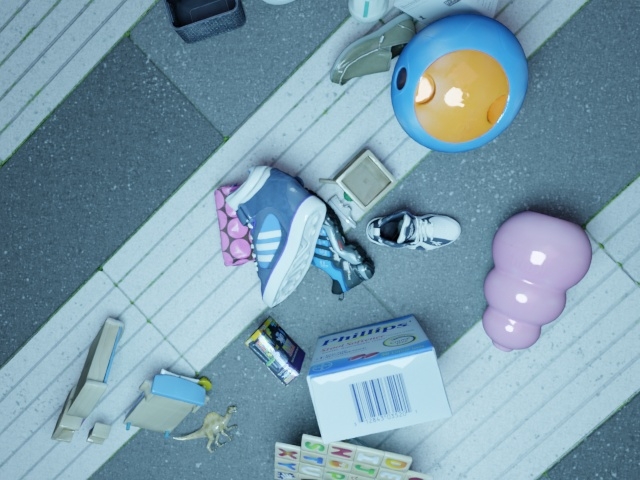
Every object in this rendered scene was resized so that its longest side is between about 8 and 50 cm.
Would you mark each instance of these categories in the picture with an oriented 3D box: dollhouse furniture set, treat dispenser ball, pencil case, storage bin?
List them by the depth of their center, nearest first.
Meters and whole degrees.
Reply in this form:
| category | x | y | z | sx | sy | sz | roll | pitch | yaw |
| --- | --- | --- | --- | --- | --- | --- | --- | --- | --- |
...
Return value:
| category | x | y | z | sx | sy | sz | roll | pitch | yaw |
| --- | --- | --- | --- | --- | --- | --- | --- | --- | --- |
| treat dispenser ball | 0.301 | -0.342 | 0.920 | 0.288 | 0.288 | 0.289 | 0 | 91 | 4 |
| storage bin | -0.296 | -0.600 | 1.058 | 0.180 | 0.084 | 0.122 | -16 | 91 | 5 |
| pencil case | -0.213 | -0.040 | 1.066 | 0.098 | 0.095 | 0.210 | -7 | 93 | -9 |
| dollhouse furniture set | -0.484 | 0.398 | 1.110 | 0.303 | 0.198 | 0.286 | 27 | 118 | -27 |

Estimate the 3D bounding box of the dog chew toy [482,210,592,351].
| category | x | y | z | sx | sy | sz | roll | pitch | yaw |
| --- | --- | --- | --- | --- | --- | --- | --- | --- | --- |
| dog chew toy | 0.481 | 0.103 | 0.967 | 0.206 | 0.206 | 0.332 | 17 | 100 | 4 |

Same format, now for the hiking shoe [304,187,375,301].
| category | x | y | z | sx | sy | sz | roll | pitch | yaw |
| --- | --- | --- | --- | --- | --- | --- | --- | --- | --- |
| hiking shoe | 0.000 | 0.000 | 1.039 | 0.132 | 0.113 | 0.304 | -39 | 81 | 16 |

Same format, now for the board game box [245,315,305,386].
| category | x | y | z | sx | sy | sz | roll | pitch | yaw |
| --- | --- | --- | --- | --- | --- | --- | --- | --- | --- |
| board game box | -0.106 | 0.267 | 1.023 | 0.048 | 0.170 | 0.141 | -45 | 89 | 3 |

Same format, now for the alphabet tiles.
| category | x | y | z | sx | sy | sz | roll | pitch | yaw |
| --- | --- | --- | --- | --- | --- | --- | --- | --- | --- |
| alphabet tiles | 0.063 | 0.533 | 0.929 | 0.342 | 0.011 | 0.285 | 10 | 128 | 5 |

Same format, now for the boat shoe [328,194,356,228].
| category | x | y | z | sx | sy | sz | roll | pitch | yaw |
| --- | --- | --- | --- | --- | --- | --- | --- | --- | --- |
| boat shoe | 0.064 | -0.076 | 1.070 | 0.035 | 0.035 | 0.100 | -43 | 82 | 7 |

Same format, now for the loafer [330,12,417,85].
| category | x | y | z | sx | sy | sz | roll | pitch | yaw |
| --- | --- | --- | --- | --- | --- | --- | --- | --- | --- |
| loafer | 0.137 | -0.459 | 1.024 | 0.251 | 0.094 | 0.087 | -34 | 85 | 4 |

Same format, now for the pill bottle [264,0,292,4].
| category | x | y | z | sx | sy | sz | roll | pitch | yaw |
| --- | --- | --- | --- | --- | --- | --- | --- | --- | --- |
| pill bottle | -0.121 | -0.741 | 1.011 | 0.146 | 0.146 | 0.264 | -17 | 90 | 5 |

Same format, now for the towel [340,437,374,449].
| category | x | y | z | sx | sy | sz | roll | pitch | yaw |
| --- | --- | --- | --- | --- | --- | --- | --- | --- | --- |
| towel | 0.103 | 0.711 | 1.060 | 0.374 | 0.090 | 0.321 | 33 | 93 | 3 |

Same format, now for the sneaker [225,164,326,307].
| category | x | y | z | sx | sy | sz | roll | pitch | yaw |
| --- | --- | --- | --- | --- | --- | --- | --- | --- | --- |
| sneaker | -0.135 | -0.021 | 1.000 | 0.236 | 0.130 | 0.323 | 35 | 123 | 20 |

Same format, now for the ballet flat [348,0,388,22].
| category | x | y | z | sx | sy | sz | roll | pitch | yaw |
| --- | --- | --- | --- | --- | --- | --- | --- | --- | --- |
| ballet flat | 0.135 | -0.747 | 0.999 | 0.139 | 0.139 | 0.401 | 6 | 92 | 4 |

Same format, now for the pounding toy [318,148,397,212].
| category | x | y | z | sx | sy | sz | roll | pitch | yaw |
| --- | --- | --- | --- | --- | --- | --- | --- | --- | --- |
| pounding toy | 0.091 | -0.150 | 1.045 | 0.141 | 0.100 | 0.130 | -43 | 102 | 7 |

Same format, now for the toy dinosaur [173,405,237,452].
| category | x | y | z | sx | sy | sz | roll | pitch | yaw |
| --- | --- | --- | --- | --- | --- | --- | --- | --- | --- |
| toy dinosaur | -0.291 | 0.514 | 1.112 | 0.183 | 0.053 | 0.093 | -30 | 74 | -3 |

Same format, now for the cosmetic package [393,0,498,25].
| category | x | y | z | sx | sy | sz | roll | pitch | yaw |
| --- | --- | --- | --- | --- | --- | --- | --- | --- | --- |
| cosmetic package | 0.297 | -0.595 | 0.947 | 0.183 | 0.151 | 0.152 | 14 | 93 | -25 |

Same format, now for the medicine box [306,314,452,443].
| category | x | y | z | sx | sy | sz | roll | pitch | yaw |
| --- | --- | --- | --- | --- | --- | --- | --- | --- | --- |
| medicine box | 0.124 | 0.299 | 0.947 | 0.263 | 0.289 | 0.149 | -15 | 92 | 5 |

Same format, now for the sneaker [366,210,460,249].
| category | x | y | z | sx | sy | sz | roll | pitch | yaw |
| --- | --- | --- | --- | --- | --- | --- | --- | --- | --- |
| sneaker | 0.230 | -0.022 | 0.999 | 0.234 | 0.153 | 0.094 | 7 | 94 | 4 |
